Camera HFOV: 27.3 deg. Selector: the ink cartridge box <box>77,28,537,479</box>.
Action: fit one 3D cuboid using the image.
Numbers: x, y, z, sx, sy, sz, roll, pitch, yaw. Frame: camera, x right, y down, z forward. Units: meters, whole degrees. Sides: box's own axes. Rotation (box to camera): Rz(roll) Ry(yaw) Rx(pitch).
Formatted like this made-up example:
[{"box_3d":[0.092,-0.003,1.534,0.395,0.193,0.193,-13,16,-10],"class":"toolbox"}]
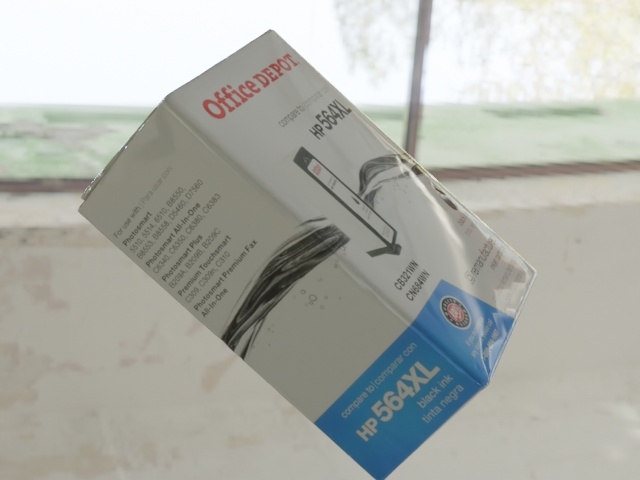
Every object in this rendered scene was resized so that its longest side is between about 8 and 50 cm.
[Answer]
[{"box_3d":[0.000,0.000,0.678,0.203,0.086,0.148,42,-152,-1],"class":"ink cartridge box"}]
